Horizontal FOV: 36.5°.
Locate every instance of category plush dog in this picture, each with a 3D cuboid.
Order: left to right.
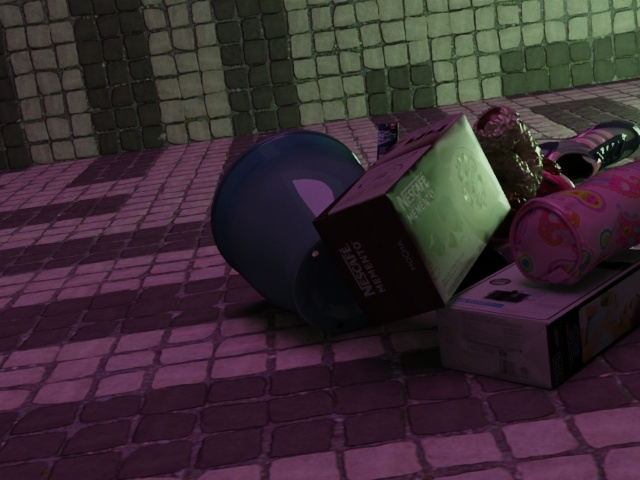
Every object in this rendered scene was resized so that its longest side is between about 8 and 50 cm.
[{"bbox_3d":[0.305,-0.076,1.691,0.211,0.225,0.262,24,-21,-15],"label":"plush dog"}]

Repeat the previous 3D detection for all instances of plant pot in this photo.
[{"bbox_3d":[0.000,0.000,1.475,0.272,0.271,0.255,-13,29,-18],"label":"plant pot"}]

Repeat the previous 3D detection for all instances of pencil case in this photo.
[{"bbox_3d":[0.377,-0.030,1.279,0.284,0.124,0.124,-18,18,-37],"label":"pencil case"}]

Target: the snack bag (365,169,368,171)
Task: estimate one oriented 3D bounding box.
[{"bbox_3d":[0.160,-0.112,2.208,0.323,0.037,0.342,-10,18,-4],"label":"snack bag"}]

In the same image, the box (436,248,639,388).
[{"bbox_3d":[0.304,0.087,1.273,0.169,0.087,0.290,7,21,45],"label":"box"}]

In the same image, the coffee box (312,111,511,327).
[{"bbox_3d":[0.134,-0.035,1.313,0.119,0.168,0.297,-20,15,35],"label":"coffee box"}]

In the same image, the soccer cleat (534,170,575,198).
[{"bbox_3d":[0.367,-0.108,1.920,0.331,0.115,0.143,4,19,40],"label":"soccer cleat"}]

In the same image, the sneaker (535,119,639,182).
[{"bbox_3d":[0.593,-0.178,2.130,0.319,0.112,0.131,-17,33,-17],"label":"sneaker"}]

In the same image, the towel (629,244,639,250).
[{"bbox_3d":[0.538,-0.001,1.605,0.113,0.023,0.152,-9,15,-1],"label":"towel"}]

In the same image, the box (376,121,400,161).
[{"bbox_3d":[0.146,-0.130,1.976,0.044,0.159,0.233,-6,24,7],"label":"box"}]

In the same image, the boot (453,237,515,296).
[{"bbox_3d":[0.274,0.021,1.538,0.281,0.096,0.264,-13,-2,-44],"label":"boot"}]
